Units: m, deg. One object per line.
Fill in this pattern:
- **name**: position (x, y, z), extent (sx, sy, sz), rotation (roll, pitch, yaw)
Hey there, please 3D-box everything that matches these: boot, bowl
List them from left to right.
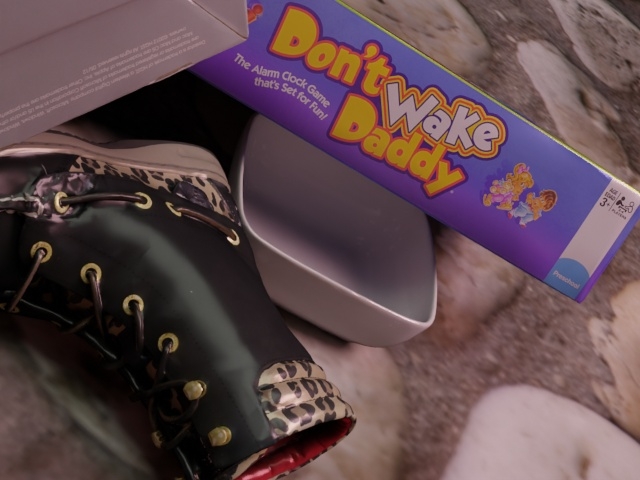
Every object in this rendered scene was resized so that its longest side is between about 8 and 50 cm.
- **boot**: position (-0.098, 0.039, 0.623), extent (0.236, 0.085, 0.179), rotation (-7, 57, -49)
- **bowl**: position (0.000, 0.000, 0.805), extent (0.142, 0.053, 0.142), rotation (28, 33, -18)

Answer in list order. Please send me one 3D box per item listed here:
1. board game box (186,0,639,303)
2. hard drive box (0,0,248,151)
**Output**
- **board game box**: position (0.016, -0.107, 0.855), extent (0.347, 0.078, 0.233), rotation (30, 10, -17)
- **hard drive box**: position (-0.174, -0.146, 0.623), extent (0.181, 0.089, 0.232), rotation (-29, 48, -27)
